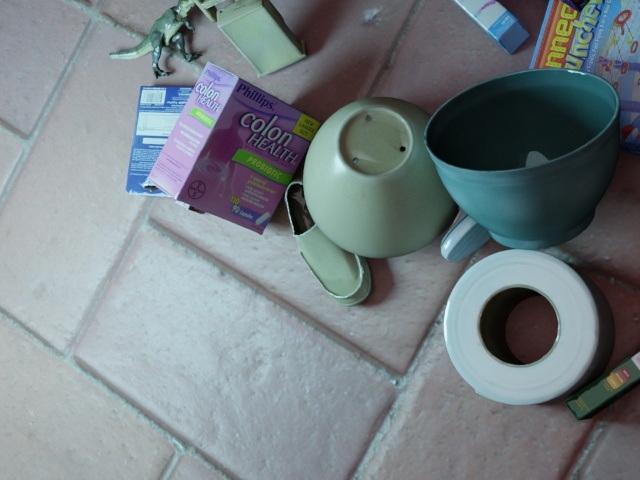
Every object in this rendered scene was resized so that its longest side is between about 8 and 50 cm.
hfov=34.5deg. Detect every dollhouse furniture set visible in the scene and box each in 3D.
[{"bbox_3d":[-0.120,-0.467,1.998,0.212,0.161,0.242,-21,52,20],"label":"dollhouse furniture set"}]

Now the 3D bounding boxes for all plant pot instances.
[{"bbox_3d":[0.326,-0.111,1.599,0.293,0.196,0.293,-14,34,10],"label":"plant pot"},{"bbox_3d":[0.101,-0.130,1.750,0.284,0.191,0.284,-2,73,6],"label":"plant pot"}]

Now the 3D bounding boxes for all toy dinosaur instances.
[{"bbox_3d":[-0.316,-0.400,2.091,0.268,0.064,0.118,-31,83,33],"label":"toy dinosaur"}]

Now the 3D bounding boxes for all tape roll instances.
[{"bbox_3d":[0.339,0.143,1.660,0.246,0.169,0.246,-4,80,23],"label":"tape roll"}]

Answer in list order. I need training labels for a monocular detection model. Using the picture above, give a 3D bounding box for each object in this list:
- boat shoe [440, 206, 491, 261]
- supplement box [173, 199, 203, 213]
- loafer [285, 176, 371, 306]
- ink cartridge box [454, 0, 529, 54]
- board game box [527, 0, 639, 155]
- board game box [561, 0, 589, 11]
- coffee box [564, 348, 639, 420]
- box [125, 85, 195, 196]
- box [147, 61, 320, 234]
[{"bbox_3d":[0.280,-0.063,1.775,0.226,0.083,0.076,-45,57,-1],"label":"boat shoe"},{"bbox_3d":[-0.241,-0.100,2.019,0.043,0.055,0.083,30,94,26],"label":"supplement box"},{"bbox_3d":[0.000,0.000,1.874,0.102,0.092,0.268,-35,70,16],"label":"loafer"},{"bbox_3d":[0.298,-0.391,1.799,0.052,0.088,0.122,-47,67,12],"label":"ink cartridge box"},{"bbox_3d":[0.512,-0.304,1.692,0.302,0.086,0.308,16,89,25],"label":"board game box"},{"bbox_3d":[0.394,-0.540,1.730,0.208,0.056,0.347,-46,43,8],"label":"board game box"},{"bbox_3d":[0.475,0.217,1.618,0.184,0.113,0.040,-39,70,16],"label":"coffee box"},{"bbox_3d":[-0.316,-0.198,2.076,0.136,0.036,0.225,5,83,25],"label":"box"},{"bbox_3d":[-0.156,-0.165,1.888,0.117,0.214,0.243,32,96,47],"label":"box"}]
